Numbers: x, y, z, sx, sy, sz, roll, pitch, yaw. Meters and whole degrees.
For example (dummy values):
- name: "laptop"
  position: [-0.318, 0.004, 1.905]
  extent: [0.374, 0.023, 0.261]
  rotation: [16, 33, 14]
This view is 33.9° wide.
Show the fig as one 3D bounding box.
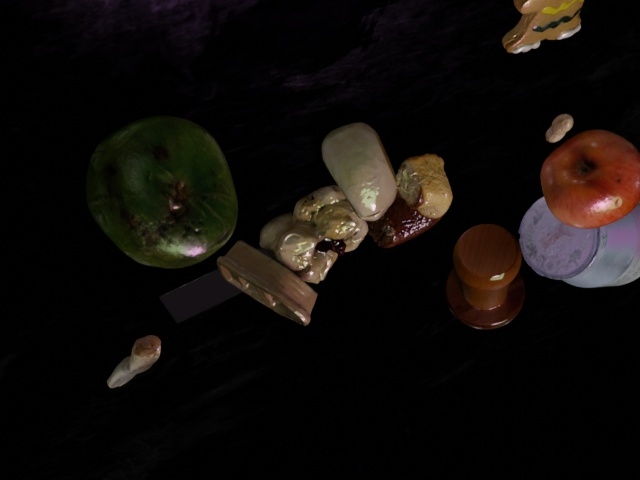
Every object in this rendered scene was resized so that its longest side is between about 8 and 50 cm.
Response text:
- name: "fig"
  position: [-0.231, -0.055, 1.354]
  extent: [0.203, 0.203, 0.235]
  rotation: [-7, 175, -44]

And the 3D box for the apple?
- name: "apple"
  position: [0.547, -0.124, 2.127]
  extent: [0.209, 0.209, 0.164]
  rotation: [-35, 154, 19]

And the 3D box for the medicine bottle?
- name: "medicine bottle"
  position: [0.611, -0.009, 2.415]
  extent: [0.290, 0.245, 0.245]
  rotation: [-2, 148, -50]

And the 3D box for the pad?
- name: "pad"
  position: [-0.174, 0.079, 1.966]
  extent: [0.245, 0.006, 0.170]
  rotation: [-26, 159, -5]

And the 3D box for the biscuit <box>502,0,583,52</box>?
- name: "biscuit"
  position: [0.354, -0.359, 1.546]
  extent: [0.158, 0.035, 0.240]
  rotation: [-25, 160, -14]

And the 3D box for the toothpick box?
- name: "toothpick box"
  position: [0.384, 0.083, 2.442]
  extent: [0.192, 0.192, 0.294]
  rotation: [-26, 153, -6]

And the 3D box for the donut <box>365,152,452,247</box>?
- name: "donut"
  position: [0.176, -0.071, 1.935]
  extent: [0.141, 0.085, 0.217]
  rotation: [-16, 155, -28]

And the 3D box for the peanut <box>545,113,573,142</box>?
- name: "peanut"
  position: [0.460, -0.215, 2.019]
  extent: [0.037, 0.037, 0.083]
  rotation: [-19, 156, -22]

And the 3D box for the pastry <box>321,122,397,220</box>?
- name: "pastry"
  position: [0.064, -0.106, 1.615]
  extent: [0.092, 0.156, 0.156]
  rotation: [-25, 161, 11]

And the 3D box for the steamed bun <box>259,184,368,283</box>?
- name: "steamed bun"
  position: [0.000, 0.000, 1.851]
  extent: [0.177, 0.106, 0.192]
  rotation: [-31, 159, 8]

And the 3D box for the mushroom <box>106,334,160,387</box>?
- name: "mushroom"
  position: [-0.369, 0.242, 2.062]
  extent: [0.059, 0.054, 0.202]
  rotation: [-6, 156, -34]

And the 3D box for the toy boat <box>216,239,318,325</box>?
- name: "toy boat"
  position: [-0.085, 0.075, 1.823]
  extent: [0.061, 0.188, 0.116]
  rotation: [-55, 165, -15]
